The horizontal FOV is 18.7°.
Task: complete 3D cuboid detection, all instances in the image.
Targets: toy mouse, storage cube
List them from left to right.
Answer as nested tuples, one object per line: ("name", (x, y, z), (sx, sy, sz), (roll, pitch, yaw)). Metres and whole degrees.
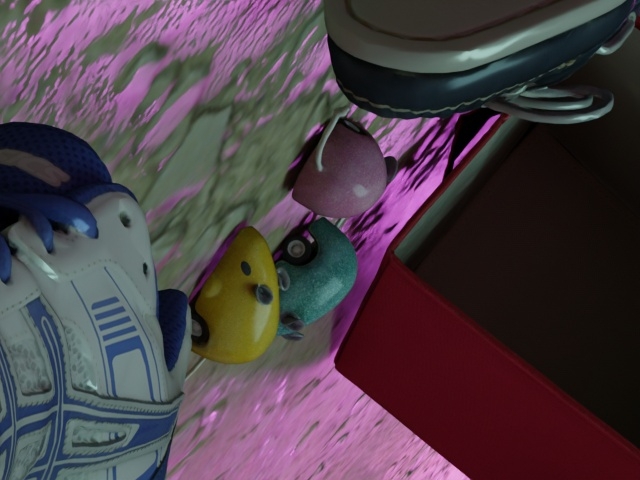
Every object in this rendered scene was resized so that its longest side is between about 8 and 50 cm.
("toy mouse", (0.000, 0.000, 0.801), (0.143, 0.031, 0.161), (-36, 158, -53))
("storage cube", (0.141, 0.029, 0.993), (0.184, 0.215, 0.193), (-49, 173, -20))

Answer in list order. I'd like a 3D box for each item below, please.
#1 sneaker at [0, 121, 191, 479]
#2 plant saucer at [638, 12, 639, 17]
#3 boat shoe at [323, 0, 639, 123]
("sneaker", (-0.099, 0.023, 0.421), (0.296, 0.112, 0.131), (70, 37, -74))
("plant saucer", (0.188, -0.168, 1.028), (0.168, 0.029, 0.168), (-50, 167, -17))
("boat shoe", (0.069, -0.089, 0.689), (0.254, 0.095, 0.079), (-50, 159, -55))
